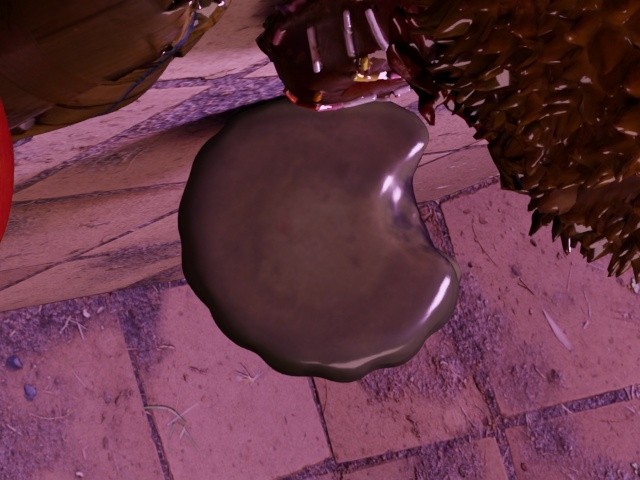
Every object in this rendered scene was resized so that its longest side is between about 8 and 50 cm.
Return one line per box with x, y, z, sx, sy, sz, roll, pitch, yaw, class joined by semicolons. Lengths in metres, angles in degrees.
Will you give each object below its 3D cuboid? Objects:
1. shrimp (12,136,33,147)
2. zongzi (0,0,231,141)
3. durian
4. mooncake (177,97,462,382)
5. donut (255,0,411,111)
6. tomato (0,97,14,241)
-0.320;-0.105;1.449;0.073;0.074;0.190;16;-164;24;shrimp
-0.116;-0.172;1.166;0.260;0.123;0.289;-24;-179;37;zongzi
0.183;-0.157;0.839;0.348;0.384;0.347;-8;155;-4;durian
0.000;0.000;1.944;0.351;0.351;0.187;-16;172;-4;mooncake
0.075;-0.193;1.503;0.270;0.103;0.270;-17;176;-1;donut
-0.323;-0.064;1.005;0.299;0.226;0.298;27;167;7;tomato
